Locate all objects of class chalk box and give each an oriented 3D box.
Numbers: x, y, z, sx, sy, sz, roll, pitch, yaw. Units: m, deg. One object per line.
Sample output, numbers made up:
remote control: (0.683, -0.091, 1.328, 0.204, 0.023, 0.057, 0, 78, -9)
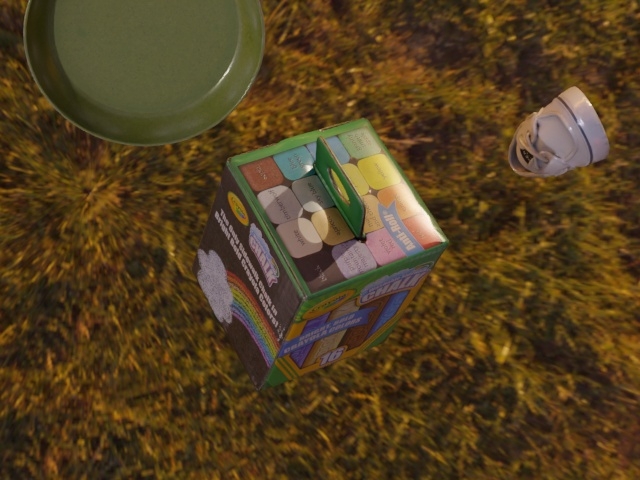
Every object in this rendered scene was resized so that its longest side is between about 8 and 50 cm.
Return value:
chalk box: (0.000, 0.000, 1.258, 0.179, 0.289, 0.180, -19, 67, -27)

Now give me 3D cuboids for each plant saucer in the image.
plant saucer: (-0.178, -0.210, 1.209, 0.240, 0.037, 0.241, -5, 124, -8)

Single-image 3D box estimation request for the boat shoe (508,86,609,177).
boat shoe: (0.280, -0.114, 1.438, 0.084, 0.258, 0.095, -28, 82, -1)
